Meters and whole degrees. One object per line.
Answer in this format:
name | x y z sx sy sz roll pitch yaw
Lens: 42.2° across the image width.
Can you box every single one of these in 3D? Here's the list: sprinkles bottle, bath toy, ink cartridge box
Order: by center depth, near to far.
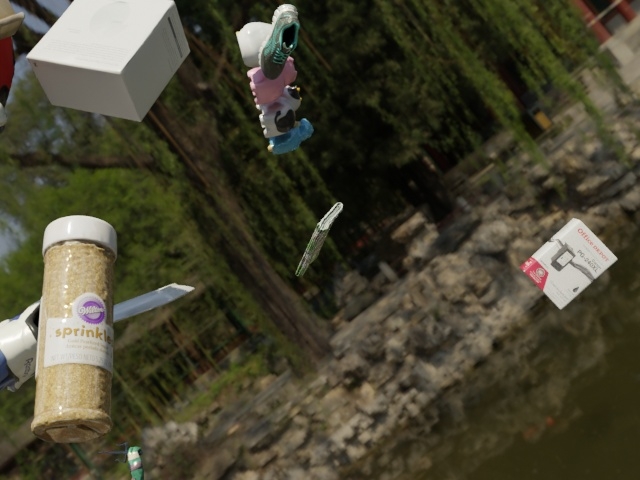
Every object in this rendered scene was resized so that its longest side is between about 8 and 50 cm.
sprinkles bottle | -0.392 0.138 1.334 0.121 0.355 0.121 -5 -29 -3
ink cartridge box | 0.489 0.045 1.639 0.150 0.109 0.063 -44 -2 8
bath toy | -0.101 -0.369 1.955 0.129 0.151 0.348 -15 -40 0

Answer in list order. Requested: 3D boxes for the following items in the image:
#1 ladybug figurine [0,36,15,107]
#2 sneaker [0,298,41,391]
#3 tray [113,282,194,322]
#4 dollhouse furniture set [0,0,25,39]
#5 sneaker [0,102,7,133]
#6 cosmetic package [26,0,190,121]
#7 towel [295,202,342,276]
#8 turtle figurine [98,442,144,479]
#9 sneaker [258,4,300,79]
ladybug figurine | -0.658 -0.310 1.470 0.305 0.449 0.162 -43 -47 17
sneaker | -0.519 0.185 1.515 0.182 0.127 0.315 -29 4 -11
tray | -0.394 0.139 1.650 0.270 0.030 0.145 -20 2 10
dollhouse furniture set | -0.443 -0.445 1.323 0.242 0.161 0.212 -30 13 -24
sneaker | -0.472 -0.054 0.887 0.350 0.148 0.131 -12 15 19
cosmetic package | -0.425 -0.378 1.688 0.138 0.224 0.224 78 -149 -50
towel | 0.000 0.000 1.775 0.113 0.023 0.152 -49 -13 -51
turtle figurine | -0.326 0.488 1.560 0.118 0.234 0.175 -58 -27 -42
sneaker | -0.085 -0.411 1.759 0.065 0.076 0.166 3 -54 -24
